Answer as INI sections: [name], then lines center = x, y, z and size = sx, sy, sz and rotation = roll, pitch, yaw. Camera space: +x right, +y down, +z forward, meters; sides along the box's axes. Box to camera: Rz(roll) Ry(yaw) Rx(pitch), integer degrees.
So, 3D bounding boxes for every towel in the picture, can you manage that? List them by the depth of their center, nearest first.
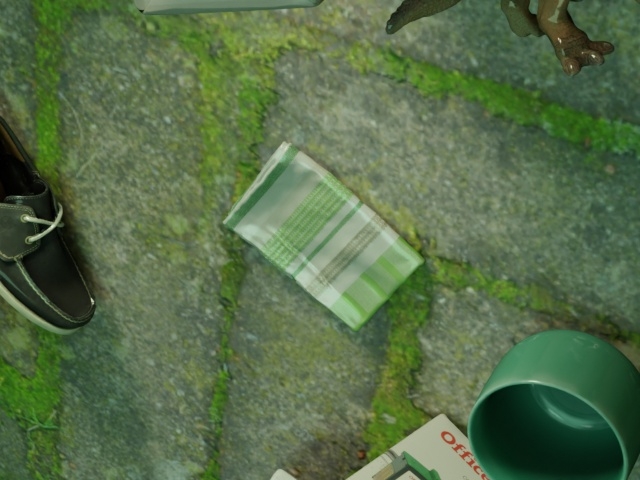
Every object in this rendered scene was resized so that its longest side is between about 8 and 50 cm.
[towel]
center = 0.000, 0.000, 1.230
size = 0.152, 0.023, 0.113
rotation = 41, 133, 0

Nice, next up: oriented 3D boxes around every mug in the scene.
[mug]
center = 0.185, 0.142, 1.169
size = 0.129, 0.097, 0.158
rotation = 44, 132, -4

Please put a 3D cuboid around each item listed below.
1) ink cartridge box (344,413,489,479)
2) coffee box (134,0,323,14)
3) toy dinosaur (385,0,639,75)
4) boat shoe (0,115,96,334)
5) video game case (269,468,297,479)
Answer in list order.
[ink cartridge box]
center = 0.076, 0.260, 1.214
size = 0.160, 0.219, 0.093
rotation = 45, 131, 16
[coffee box]
center = -0.011, -0.268, 0.871
size = 0.118, 0.297, 0.168
rotation = 2, 121, 25
[toy dinosaur]
center = 0.170, -0.221, 0.885
size = 0.295, 0.127, 0.200
rotation = -13, 113, 18
[boat shoe]
center = -0.272, -0.017, 1.337
size = 0.079, 0.084, 0.233
rotation = -19, 107, 38
[video game case]
center = 0.028, 0.292, 1.358
size = 0.201, 0.023, 0.183
rotation = 35, 160, 5
